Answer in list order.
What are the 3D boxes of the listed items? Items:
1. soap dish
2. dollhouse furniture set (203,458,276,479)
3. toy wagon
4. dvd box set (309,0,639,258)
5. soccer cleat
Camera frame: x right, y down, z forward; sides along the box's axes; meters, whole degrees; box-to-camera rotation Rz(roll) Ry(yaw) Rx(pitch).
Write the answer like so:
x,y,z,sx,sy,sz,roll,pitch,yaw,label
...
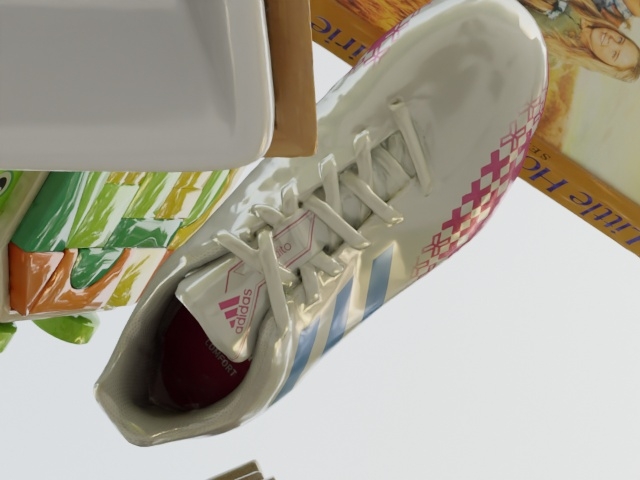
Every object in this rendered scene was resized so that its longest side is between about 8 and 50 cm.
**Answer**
x,y,z,sx,sy,sz,roll,pitch,yaw,label
-0.147,-0.140,0.639,0.291,0.118,0.229,1,-53,7,soap dish
-0.107,0.248,0.974,0.259,0.262,0.135,-23,-88,-4,dollhouse furniture set
-0.146,-0.047,1.051,0.068,0.344,0.267,35,-79,16,toy wagon
0.182,-0.177,1.088,0.420,0.062,0.307,33,-113,-11,dvd box set
0.000,0.000,0.932,0.116,0.143,0.331,45,-70,10,soccer cleat
